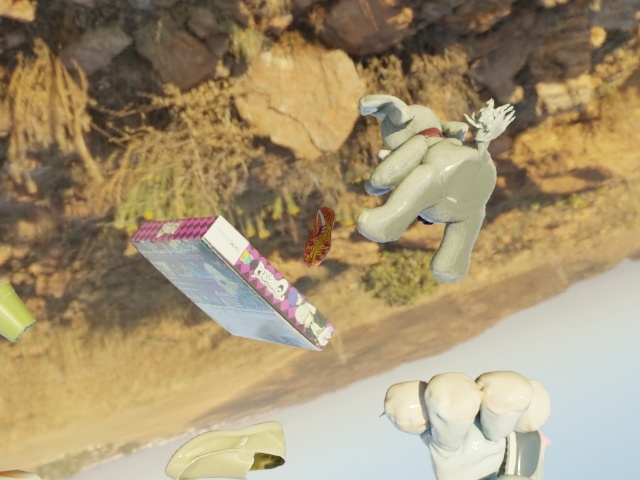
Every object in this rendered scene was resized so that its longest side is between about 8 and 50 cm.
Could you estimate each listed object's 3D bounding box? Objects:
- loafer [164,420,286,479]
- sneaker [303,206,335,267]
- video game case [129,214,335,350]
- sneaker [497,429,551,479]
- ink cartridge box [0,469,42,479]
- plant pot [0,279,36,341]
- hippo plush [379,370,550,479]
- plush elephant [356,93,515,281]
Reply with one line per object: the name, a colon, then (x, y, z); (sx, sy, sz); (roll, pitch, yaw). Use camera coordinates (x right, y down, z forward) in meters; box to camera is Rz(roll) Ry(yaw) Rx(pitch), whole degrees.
loafer: (-0.178, 0.435, 1.623); (0.268, 0.092, 0.102); (-10, 138, -31)
sneaker: (0.000, 0.000, 2.003); (0.064, 0.175, 0.067); (20, 146, 2)
video game case: (-0.118, 0.054, 1.026); (0.232, 0.210, 0.042); (-2, -132, 57)
sneaker: (0.316, 0.459, 1.325); (0.131, 0.319, 0.112); (12, 175, -27)
ink cartridge box: (-0.619, 0.495, 1.626); (0.179, 0.045, 0.145); (-6, 168, 34)
plant pot: (-0.510, 0.121, 1.316); (0.083, 0.079, 0.083); (-44, -175, 5)
hippo plush: (0.198, 0.330, 1.166); (0.234, 0.237, 0.294); (15, 151, -36)
plush elephant: (0.175, -0.137, 1.462); (0.271, 0.255, 0.330); (20, 104, -38)
